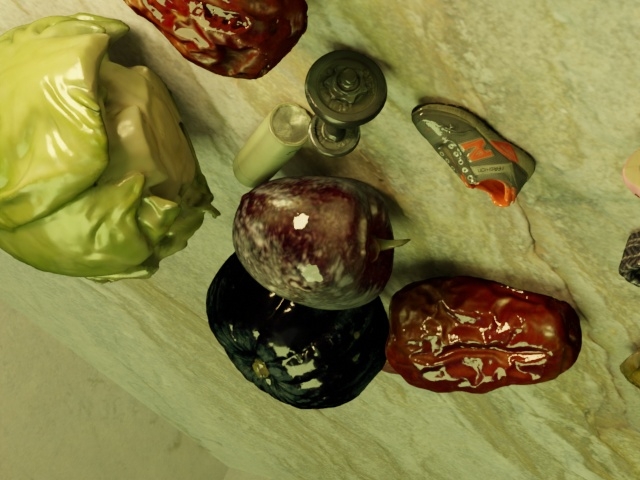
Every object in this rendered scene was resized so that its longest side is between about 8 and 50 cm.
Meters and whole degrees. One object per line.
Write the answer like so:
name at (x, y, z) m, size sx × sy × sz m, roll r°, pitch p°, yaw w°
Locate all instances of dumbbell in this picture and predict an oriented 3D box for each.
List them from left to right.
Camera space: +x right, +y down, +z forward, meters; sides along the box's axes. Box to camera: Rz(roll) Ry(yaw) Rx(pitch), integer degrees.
dumbbell at (0.025, -0.173, 1.395) m, size 0.110 × 0.110 × 0.254 m, roll 24°, pitch 161°, yaw 2°

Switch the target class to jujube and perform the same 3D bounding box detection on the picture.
jujube at (-0.130, -0.304, 1.198) m, size 0.243 × 0.183 × 0.183 m, roll 40°, pitch 153°, yaw -12°
jujube at (0.279, 0.169, 1.742) m, size 0.342 × 0.216 × 0.216 m, roll -3°, pitch 146°, yaw 22°

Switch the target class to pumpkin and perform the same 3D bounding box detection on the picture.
pumpkin at (-0.042, 0.150, 1.870) m, size 0.363 × 0.266 × 0.363 m, roll 37°, pitch 159°, yaw 17°

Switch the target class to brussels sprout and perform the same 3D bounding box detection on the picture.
brussels sprout at (-0.390, -0.119, 1.535) m, size 0.361 × 0.342 × 0.425 m, roll -18°, pitch 130°, yaw 11°

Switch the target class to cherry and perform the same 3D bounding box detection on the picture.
cherry at (0.000, 0.000, 1.609) m, size 0.296 × 0.218 × 0.255 m, roll 11°, pitch 179°, yaw 25°

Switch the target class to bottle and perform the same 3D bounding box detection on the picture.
bottle at (-0.079, -0.146, 1.574) m, size 0.072 × 0.072 × 0.201 m, roll 30°, pitch 156°, yaw -11°

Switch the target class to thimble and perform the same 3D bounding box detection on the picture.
thimble at (0.482, 0.030, 1.417) m, size 0.104 × 0.066 × 0.095 m, roll 15°, pitch 157°, yaw 22°

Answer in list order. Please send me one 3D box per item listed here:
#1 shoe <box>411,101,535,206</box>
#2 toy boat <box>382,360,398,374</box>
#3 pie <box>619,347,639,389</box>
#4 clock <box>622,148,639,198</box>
shoe at (0.203, -0.117, 1.363) m, size 0.194 × 0.077 × 0.074 m, roll 30°, pitch 156°, yaw -14°
toy boat at (0.123, 0.213, 2.095) m, size 0.318 × 0.099 × 0.141 m, roll 30°, pitch -164°, yaw -12°
pie at (0.602, 0.193, 1.638) m, size 0.129 × 0.068 × 0.282 m, roll 25°, pitch 152°, yaw -3°
clock at (0.494, -0.045, 1.215) m, size 0.194 × 0.100 × 0.195 m, roll -2°, pitch 146°, yaw 42°
